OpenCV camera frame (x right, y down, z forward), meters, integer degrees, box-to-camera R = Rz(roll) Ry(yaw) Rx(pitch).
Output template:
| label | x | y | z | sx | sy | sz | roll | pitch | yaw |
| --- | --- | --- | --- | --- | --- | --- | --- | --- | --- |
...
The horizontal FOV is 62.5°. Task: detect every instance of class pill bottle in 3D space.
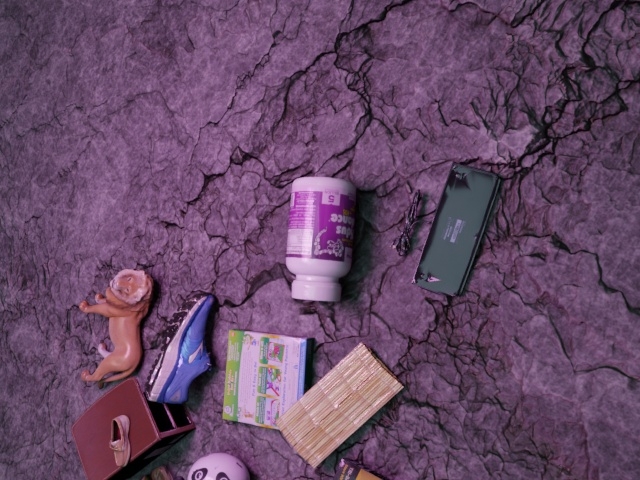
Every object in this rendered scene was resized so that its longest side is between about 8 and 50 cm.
| label | x | y | z | sx | sy | sz | roll | pitch | yaw |
| --- | --- | --- | --- | --- | --- | --- | --- | --- | --- |
| pill bottle | 0.000 | 0.000 | 1.336 | 0.169 | 0.169 | 0.301 | 2 | 86 | 25 |

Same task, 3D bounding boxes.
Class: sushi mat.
| label | x | y | z | sx | sy | sz | roll | pitch | yaw |
| --- | --- | --- | --- | --- | --- | --- | --- | --- | --- |
| sushi mat | 0.043 | 0.413 | 1.322 | 0.316 | 0.019 | 0.151 | -44 | 79 | 7 |

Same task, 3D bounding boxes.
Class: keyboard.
| label | x | y | z | sx | sy | sz | roll | pitch | yaw |
| --- | --- | --- | --- | --- | --- | --- | --- | --- | --- |
| keyboard | 0.292 | -0.034 | 1.282 | 0.201 | 0.033 | 0.317 | 20 | 92 | 19 |

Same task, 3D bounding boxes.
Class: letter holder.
| label | x | y | z | sx | sy | sz | roll | pitch | yaw |
| --- | --- | --- | --- | --- | --- | --- | --- | --- | --- |
| letter holder | -0.560 | 0.549 | 1.553 | 0.302 | 0.152 | 0.214 | -40 | 68 | 16 |

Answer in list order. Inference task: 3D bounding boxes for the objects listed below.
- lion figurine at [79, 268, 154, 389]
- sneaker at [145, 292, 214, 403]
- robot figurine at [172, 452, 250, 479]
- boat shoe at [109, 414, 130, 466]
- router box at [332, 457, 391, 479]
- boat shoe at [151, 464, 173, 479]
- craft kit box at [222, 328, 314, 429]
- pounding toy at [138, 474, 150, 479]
| label | x | y | z | sx | sy | sz | roll | pitch | yaw |
| --- | --- | --- | --- | --- | --- | --- | --- | --- | --- |
| lion figurine | -0.612 | 0.280 | 1.629 | 0.240 | 0.142 | 0.392 | -1 | 99 | 17 |
| sneaker | -0.375 | 0.309 | 1.515 | 0.130 | 0.147 | 0.330 | -3 | 63 | 60 |
| robot figurine | -0.281 | 0.709 | 1.390 | 0.173 | 0.209 | 0.278 | 9 | 89 | 55 |
| boat shoe | -0.552 | 0.549 | 1.438 | 0.050 | 0.045 | 0.135 | -13 | 76 | 25 |
| router box | 0.101 | 0.707 | 1.219 | 0.243 | 0.081 | 0.309 | 19 | 75 | 24 |
| boat shoe | -0.441 | 0.734 | 1.541 | 0.056 | 0.048 | 0.153 | -34 | 78 | 5 |
| craft kit box | -0.143 | 0.376 | 1.429 | 0.247 | 0.061 | 0.250 | 3 | 86 | 23 |
| pounding toy | -0.542 | 0.810 | 1.526 | 0.110 | 0.183 | 0.237 | 38 | 102 | -3 |
